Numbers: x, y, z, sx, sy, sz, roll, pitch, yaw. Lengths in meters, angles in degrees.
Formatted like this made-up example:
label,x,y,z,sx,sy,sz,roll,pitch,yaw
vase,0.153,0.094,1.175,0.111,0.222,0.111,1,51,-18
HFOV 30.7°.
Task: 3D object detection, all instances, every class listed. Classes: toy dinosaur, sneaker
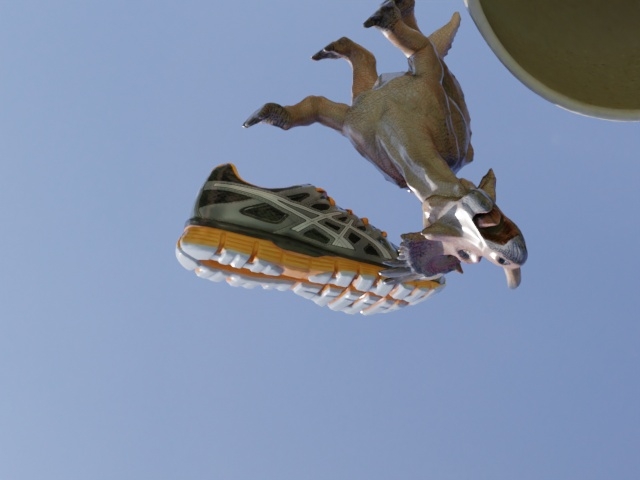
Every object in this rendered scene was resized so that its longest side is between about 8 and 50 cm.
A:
label,x,y,z,sx,sy,sz,roll,pitch,yaw
toy dinosaur,0.075,-0.071,0.868,0.200,0.127,0.295,50,-154,-10
sneaker,0.000,0.000,0.893,0.215,0.084,0.083,16,-117,-19

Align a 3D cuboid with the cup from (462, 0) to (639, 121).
label,x,y,z,sx,sy,sz,roll,pitch,yaw
cup,0.215,-0.288,0.859,0.331,0.331,0.237,-2,-148,-17
